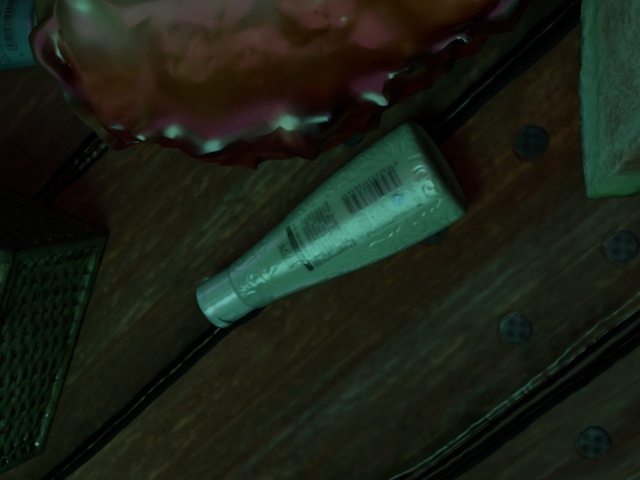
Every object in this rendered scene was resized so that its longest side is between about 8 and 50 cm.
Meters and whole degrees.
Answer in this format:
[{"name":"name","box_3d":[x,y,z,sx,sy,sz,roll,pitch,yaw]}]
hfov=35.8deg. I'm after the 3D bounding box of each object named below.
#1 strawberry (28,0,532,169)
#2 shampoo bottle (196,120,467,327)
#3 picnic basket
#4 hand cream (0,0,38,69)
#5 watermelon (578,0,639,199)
[{"name":"strawberry","box_3d":[-0.007,-0.174,0.583,0.336,0.149,0.265,-8,86,13]},{"name":"shampoo bottle","box_3d":[0.000,0.000,0.645,0.191,0.041,0.069,-32,89,22]},{"name":"picnic basket","box_3d":[-0.267,0.065,0.700,0.134,0.154,0.196,25,105,18]},{"name":"hand cream","box_3d":[-0.268,-0.157,0.741,0.224,0.048,0.083,7,98,27]},{"name":"watermelon","box_3d":[0.244,-0.121,0.434,0.283,0.292,0.250,7,128,24]}]
